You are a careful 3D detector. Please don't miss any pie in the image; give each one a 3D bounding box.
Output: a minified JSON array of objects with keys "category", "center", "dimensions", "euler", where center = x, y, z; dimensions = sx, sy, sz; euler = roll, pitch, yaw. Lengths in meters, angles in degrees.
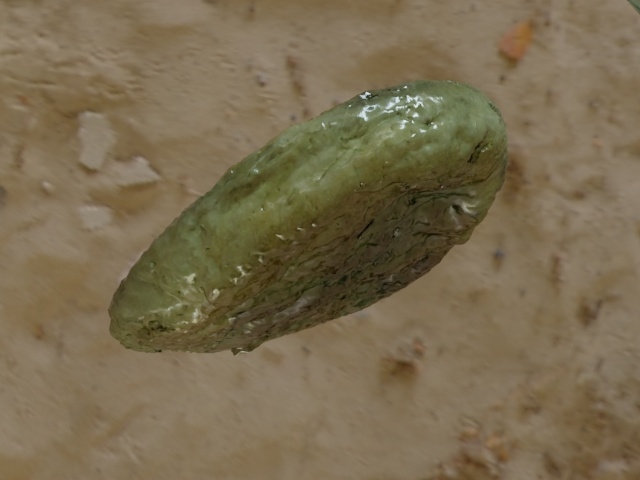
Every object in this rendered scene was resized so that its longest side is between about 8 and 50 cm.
[{"category":"pie","center":[0.000,0.000,1.056],"dimensions":[0.277,0.277,0.078],"euler":[-29,73,-16]}]

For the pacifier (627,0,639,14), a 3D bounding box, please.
[{"category":"pacifier","center":[0.159,-0.106,0.578],"dimensions":[0.150,0.127,0.116],"euler":[47,109,5]}]
